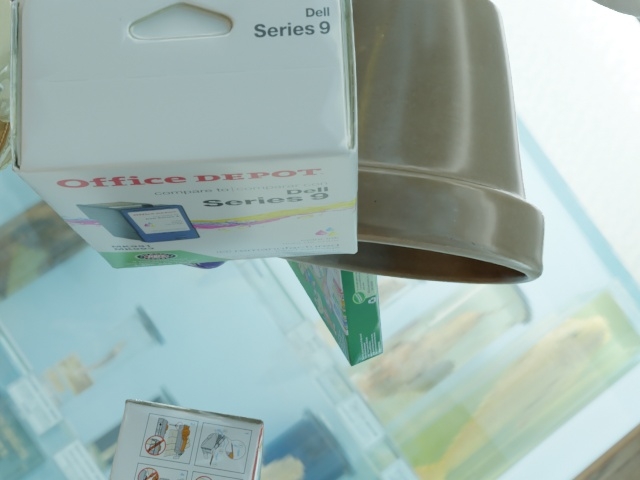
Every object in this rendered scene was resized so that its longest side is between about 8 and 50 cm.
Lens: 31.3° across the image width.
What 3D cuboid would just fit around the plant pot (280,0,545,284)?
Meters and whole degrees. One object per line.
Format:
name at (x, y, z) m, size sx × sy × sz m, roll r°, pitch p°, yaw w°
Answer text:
plant pot at (0.071, -0.091, 0.971) m, size 0.263 × 0.263 × 0.229 m, roll 164°, pitch -65°, yaw -72°

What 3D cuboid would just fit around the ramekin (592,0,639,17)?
ramekin at (0.226, -0.253, 0.641) m, size 0.277 × 0.277 × 0.135 m, roll 40°, pitch -9°, yaw 40°

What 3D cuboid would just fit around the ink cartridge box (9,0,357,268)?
ink cartridge box at (-0.058, -0.052, 0.598) m, size 0.212 × 0.154 × 0.093 m, roll 86°, pitch 1°, yaw -75°

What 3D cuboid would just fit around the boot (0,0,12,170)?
boot at (-0.309, -0.134, 0.971) m, size 0.095 × 0.203 × 0.262 m, roll 30°, pitch -56°, yaw 0°

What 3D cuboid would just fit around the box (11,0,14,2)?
box at (-0.128, -0.275, 0.617) m, size 0.184 × 0.261 × 0.103 m, roll 41°, pitch 26°, yaw -10°

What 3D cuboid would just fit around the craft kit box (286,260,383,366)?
craft kit box at (0.000, 0.000, 1.501) m, size 0.250 × 0.061 × 0.246 m, roll 82°, pitch -17°, yaw -48°

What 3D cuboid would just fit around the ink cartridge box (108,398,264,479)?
ink cartridge box at (-0.139, 0.340, 1.042) m, size 0.130 × 0.309 × 0.272 m, roll 9°, pitch -27°, yaw 0°

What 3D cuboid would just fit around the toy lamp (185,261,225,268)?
toy lamp at (-0.163, -0.041, 1.138) m, size 0.275 × 0.080 × 0.080 m, roll 36°, pitch -26°, yaw 53°
